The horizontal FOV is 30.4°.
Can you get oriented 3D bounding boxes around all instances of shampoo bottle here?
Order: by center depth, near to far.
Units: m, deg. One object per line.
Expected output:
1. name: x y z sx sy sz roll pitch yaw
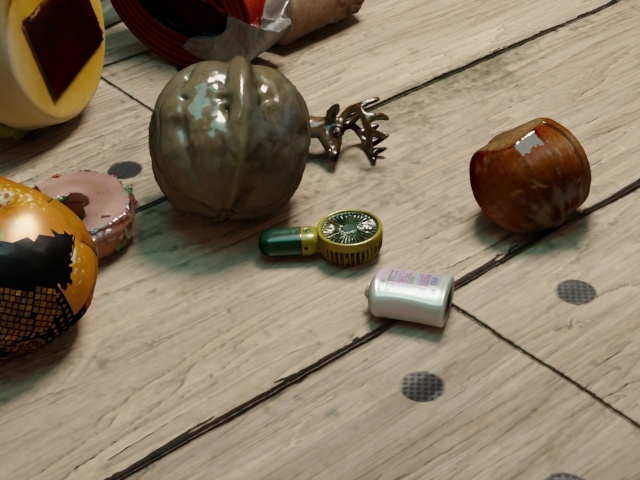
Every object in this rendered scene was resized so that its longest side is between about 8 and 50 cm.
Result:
1. shampoo bottle: 0.100 0.064 1.359 0.099 0.043 0.072 7 35 14

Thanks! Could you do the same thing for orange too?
1. orange: -0.366 0.029 1.326 0.234 0.182 0.234 7 25 -3

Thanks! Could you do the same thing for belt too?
1. belt: -0.193 -0.390 1.871 0.324 0.227 0.115 34 45 14

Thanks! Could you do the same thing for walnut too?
1. walnut: -0.114 -0.132 1.503 0.224 0.224 0.224 -1 35 1

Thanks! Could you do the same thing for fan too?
1. fan: 0.000 0.000 1.459 0.155 0.039 0.082 -3 35 1

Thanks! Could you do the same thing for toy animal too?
1. toy animal: -0.050 -0.181 1.682 0.260 0.087 0.243 -14 38 -12

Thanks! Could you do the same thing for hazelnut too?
1. hazelnut: 0.266 -0.078 1.491 0.154 0.143 0.143 -31 43 -24

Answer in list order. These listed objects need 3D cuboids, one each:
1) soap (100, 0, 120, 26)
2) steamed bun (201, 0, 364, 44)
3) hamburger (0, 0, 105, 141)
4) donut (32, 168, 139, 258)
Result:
1. soap: -0.360 -0.500 2.047 0.115 0.208 0.347 25 42 31
2. steamed bun: -0.083 -0.476 2.005 0.251 0.199 0.301 -30 43 -35
3. hamburger: -0.438 -0.293 1.683 0.170 0.302 0.302 5 35 21
4. donut: -0.289 -0.037 1.504 0.117 0.065 0.166 -25 42 -27
